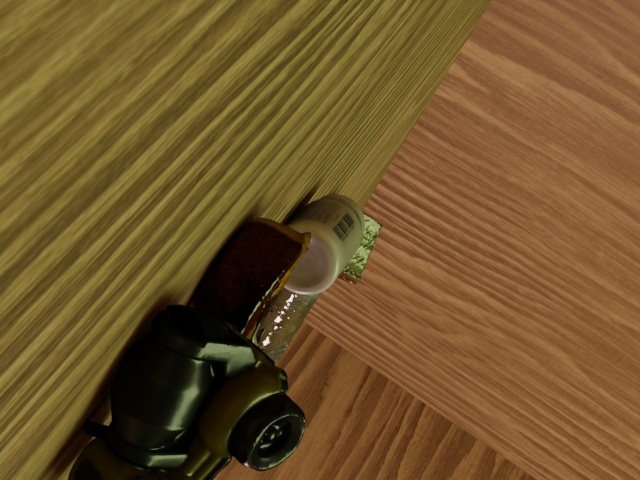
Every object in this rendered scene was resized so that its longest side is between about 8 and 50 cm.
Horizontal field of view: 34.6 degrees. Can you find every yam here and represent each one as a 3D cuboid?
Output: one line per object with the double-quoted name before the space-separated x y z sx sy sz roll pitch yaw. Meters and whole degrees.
"yam" -0.072 0.126 1.788 0.259 0.093 0.093 -59 176 39

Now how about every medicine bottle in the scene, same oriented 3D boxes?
"medicine bottle" 0.000 0.000 1.462 0.103 0.103 0.186 -57 177 24

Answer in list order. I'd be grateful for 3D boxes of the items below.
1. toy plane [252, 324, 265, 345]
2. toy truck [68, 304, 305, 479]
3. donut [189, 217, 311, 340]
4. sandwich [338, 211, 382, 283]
"toy plane" -0.107 0.115 1.289 0.160 0.082 0.234 37 63 -56
"toy truck" -0.137 0.168 0.902 0.224 0.147 0.165 -54 142 2
"donut" -0.082 0.057 1.068 0.184 0.073 0.166 -59 175 32
"sandwich" 0.040 0.001 1.911 0.122 0.128 0.235 -64 178 -4
